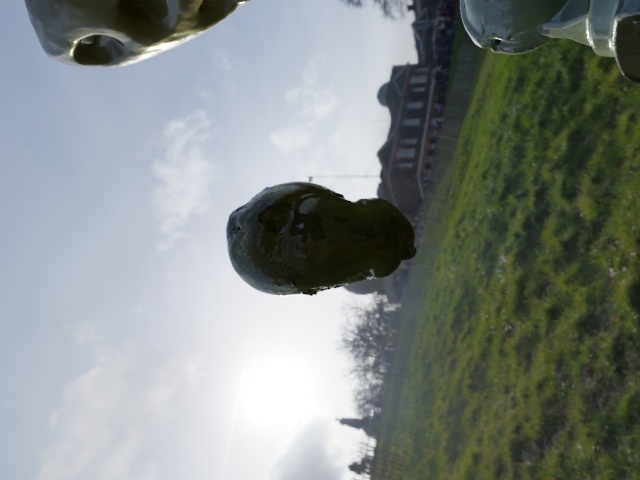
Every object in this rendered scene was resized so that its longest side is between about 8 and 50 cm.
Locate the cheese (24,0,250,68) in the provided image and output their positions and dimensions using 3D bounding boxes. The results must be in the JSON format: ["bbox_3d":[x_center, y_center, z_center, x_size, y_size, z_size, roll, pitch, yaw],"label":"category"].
[{"bbox_3d":[-0.150,-0.301,0.568,0.350,0.328,0.130,-3,-114,-34],"label":"cheese"}]

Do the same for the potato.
[{"bbox_3d":[0.000,-0.004,0.964,0.218,0.350,0.203,-64,-22,-69],"label":"potato"}]

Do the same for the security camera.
[{"bbox_3d":[0.308,-0.317,0.638,0.197,0.277,0.191,18,-92,-55],"label":"security camera"}]
